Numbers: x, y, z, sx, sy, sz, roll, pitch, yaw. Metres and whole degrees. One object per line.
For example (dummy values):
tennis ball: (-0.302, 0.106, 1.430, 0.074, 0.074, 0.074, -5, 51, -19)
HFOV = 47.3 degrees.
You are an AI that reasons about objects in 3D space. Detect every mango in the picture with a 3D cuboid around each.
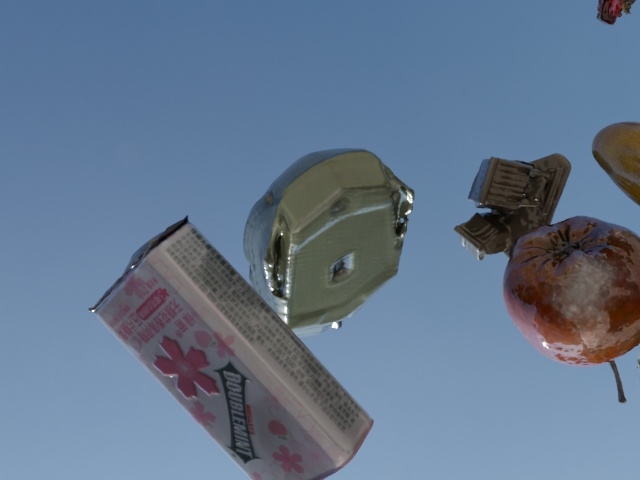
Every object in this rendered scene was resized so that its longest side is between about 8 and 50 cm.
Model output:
mango: (0.474, -0.085, 0.989, 0.157, 0.262, 0.109, 29, -90, -45)

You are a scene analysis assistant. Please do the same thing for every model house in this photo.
model house: (0.343, -0.067, 1.351, 0.188, 0.122, 0.229, 2, -67, -43)

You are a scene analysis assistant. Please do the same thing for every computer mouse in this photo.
computer mouse: (-0.002, -0.001, 1.065, 0.228, 0.429, 0.145, -27, -120, -17)

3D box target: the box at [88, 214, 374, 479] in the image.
box: (-0.122, 0.159, 0.954, 0.370, 0.190, 0.112, 46, -142, -3)

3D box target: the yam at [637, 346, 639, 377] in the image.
yam: (0.728, 0.167, 1.264, 0.348, 0.241, 0.241, -25, -77, -27)

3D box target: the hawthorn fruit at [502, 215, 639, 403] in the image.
hawthorn fruit: (0.402, 0.083, 1.151, 0.231, 0.263, 0.235, 9, -121, 7)

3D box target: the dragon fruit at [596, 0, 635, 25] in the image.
dragon fruit: (0.514, -0.470, 1.270, 0.122, 0.092, 0.192, -18, -57, -20)
